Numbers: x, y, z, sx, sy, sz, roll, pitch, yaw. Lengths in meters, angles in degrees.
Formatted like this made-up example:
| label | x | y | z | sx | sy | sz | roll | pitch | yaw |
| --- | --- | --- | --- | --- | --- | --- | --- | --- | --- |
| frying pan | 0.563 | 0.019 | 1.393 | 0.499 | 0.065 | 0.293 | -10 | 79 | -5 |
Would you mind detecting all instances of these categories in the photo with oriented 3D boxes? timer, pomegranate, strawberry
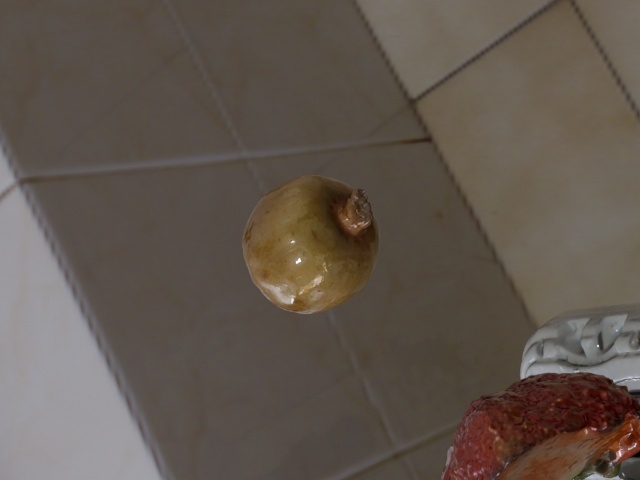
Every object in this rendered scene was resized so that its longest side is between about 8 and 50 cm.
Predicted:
| label | x | y | z | sx | sy | sz | roll | pitch | yaw |
| --- | --- | --- | --- | --- | --- | --- | --- | --- | --- |
| timer | 0.323 | 0.182 | 1.457 | 0.262 | 0.087 | 0.237 | -11 | 108 | 52 |
| pomegranate | -0.011 | 0.008 | 2.058 | 0.207 | 0.207 | 0.207 | 4 | 98 | 32 |
| strawberry | 0.122 | 0.126 | 0.878 | 0.146 | 0.187 | 0.082 | -39 | 70 | 5 |

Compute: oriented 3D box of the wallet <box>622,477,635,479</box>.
| label | x | y | z | sx | sy | sz | roll | pitch | yaw |
| --- | --- | --- | --- | --- | --- | --- | --- | --- | --- |
| wallet | 0.349 | 0.307 | 1.414 | 0.222 | 0.036 | 0.167 | 32 | 155 | -5 |
